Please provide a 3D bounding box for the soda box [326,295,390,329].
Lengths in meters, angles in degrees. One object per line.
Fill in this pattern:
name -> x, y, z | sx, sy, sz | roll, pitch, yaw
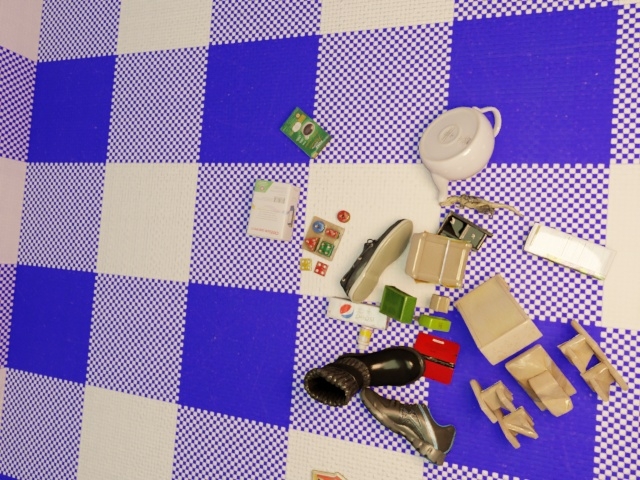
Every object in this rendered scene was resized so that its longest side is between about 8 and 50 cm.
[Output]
soda box -> 0.136, 0.254, 1.660 | 0.216, 0.069, 0.074 | 10, 90, 20

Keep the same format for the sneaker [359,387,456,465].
sneaker -> 0.286, 0.589, 1.575 | 0.340, 0.125, 0.140 | 33, 77, 16

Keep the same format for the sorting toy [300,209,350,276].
sorting toy -> 0.000, 0.000, 1.739 | 0.132, 0.046, 0.275 | 25, 95, 20

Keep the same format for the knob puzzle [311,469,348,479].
knob puzzle -> 0.052, 0.923, 1.668 | 0.213, 0.030, 0.213 | -1, 86, 20

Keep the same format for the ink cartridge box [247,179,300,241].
ink cartridge box -> -0.179, -0.112, 1.787 | 0.154, 0.093, 0.213 | 10, 88, 21

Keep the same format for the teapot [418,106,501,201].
teapot -> 0.459, -0.293, 1.523 | 0.256, 0.187, 0.253 | -21, 50, 35

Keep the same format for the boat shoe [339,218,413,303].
boat shoe -> 0.186, 0.053, 1.633 | 0.113, 0.127, 0.340 | 39, 100, 44

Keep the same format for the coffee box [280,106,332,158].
coffee box -> -0.056, -0.408, 1.788 | 0.184, 0.040, 0.113 | 43, 101, 18

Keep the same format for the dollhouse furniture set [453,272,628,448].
dollhouse furniture set -> 0.604, 0.336, 1.410 | 0.362, 0.256, 0.394 | -37, 109, 15

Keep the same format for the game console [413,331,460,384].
game console -> 0.384, 0.397, 1.590 | 0.143, 0.085, 0.124 | 15, 61, 20

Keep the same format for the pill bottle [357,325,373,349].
pill bottle -> 0.156, 0.341, 1.660 | 0.043, 0.043, 0.083 | 17, 93, 20

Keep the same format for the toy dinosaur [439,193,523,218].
toy dinosaur -> 0.517, -0.113, 1.518 | 0.268, 0.118, 0.064 | 14, 101, 21

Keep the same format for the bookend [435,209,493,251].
bookend -> 0.459, 0.006, 1.556 | 0.156, 0.072, 0.157 | 34, 99, 18

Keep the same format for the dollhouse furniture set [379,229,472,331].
dollhouse furniture set -> 0.340, 0.122, 1.534 | 0.197, 0.151, 0.302 | 12, 92, -19

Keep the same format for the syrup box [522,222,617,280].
syrup box -> 0.751, 0.032, 1.436 | 0.236, 0.093, 0.096 | 23, 95, 20

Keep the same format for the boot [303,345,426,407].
boot -> 0.145, 0.439, 1.521 | 0.347, 0.260, 0.131 | -15, 83, 27
